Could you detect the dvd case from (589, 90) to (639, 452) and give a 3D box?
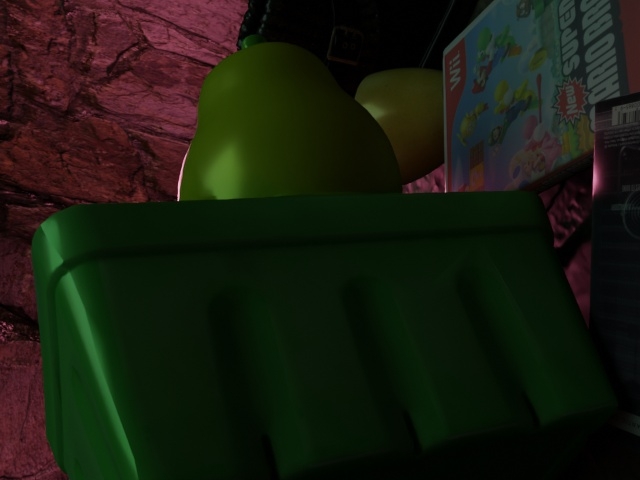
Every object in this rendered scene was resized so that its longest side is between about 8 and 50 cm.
[{"bbox_3d":[0.213,0.020,0.357,0.164,0.018,0.221,-176,87,-71],"label":"dvd case"}]

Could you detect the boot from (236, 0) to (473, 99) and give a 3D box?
[{"bbox_3d":[0.048,-0.309,0.827,0.131,0.260,0.348,-134,62,-69],"label":"boot"}]

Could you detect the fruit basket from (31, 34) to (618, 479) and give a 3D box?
[{"bbox_3d":[-0.019,0.036,0.493,0.392,0.391,0.283,-96,17,-50],"label":"fruit basket"}]

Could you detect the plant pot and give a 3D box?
[{"bbox_3d":[0.116,-0.138,0.722,0.095,0.134,0.134,-13,59,44],"label":"plant pot"}]

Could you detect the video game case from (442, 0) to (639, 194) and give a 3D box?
[{"bbox_3d":[0.187,-0.143,0.528,0.285,0.025,0.204,143,134,-62],"label":"video game case"}]
